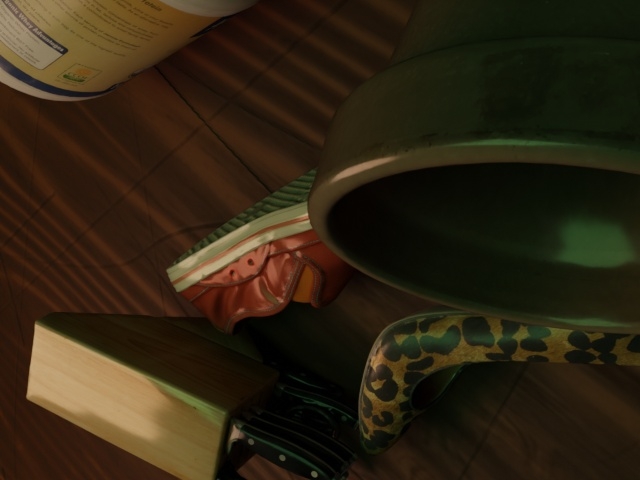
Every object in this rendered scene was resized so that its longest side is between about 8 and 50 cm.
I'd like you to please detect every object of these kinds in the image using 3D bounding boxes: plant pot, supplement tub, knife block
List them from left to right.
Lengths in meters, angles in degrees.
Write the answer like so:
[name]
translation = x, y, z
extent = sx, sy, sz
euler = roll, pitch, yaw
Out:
[supplement tub]
translation = -0.167, -0.273, 0.710
extent = 0.316, 0.228, 0.228
euler = -17, 86, 40
[knife block]
translation = -0.110, 0.160, 0.735
extent = 0.242, 0.276, 0.088
euler = -131, 50, -59
[plant pot]
translation = 0.140, -0.092, 0.453
extent = 0.263, 0.263, 0.229
euler = -3, 68, 40

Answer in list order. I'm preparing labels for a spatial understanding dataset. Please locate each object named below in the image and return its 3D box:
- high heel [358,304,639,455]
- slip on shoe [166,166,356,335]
[high heel]
translation = 0.135, 0.110, 0.617
extent = 0.186, 0.093, 0.261
euler = 37, 118, 25
[slip on shoe]
translation = 0.000, 0.000, 0.704
extent = 0.331, 0.123, 0.101
euler = -27, 103, 39
